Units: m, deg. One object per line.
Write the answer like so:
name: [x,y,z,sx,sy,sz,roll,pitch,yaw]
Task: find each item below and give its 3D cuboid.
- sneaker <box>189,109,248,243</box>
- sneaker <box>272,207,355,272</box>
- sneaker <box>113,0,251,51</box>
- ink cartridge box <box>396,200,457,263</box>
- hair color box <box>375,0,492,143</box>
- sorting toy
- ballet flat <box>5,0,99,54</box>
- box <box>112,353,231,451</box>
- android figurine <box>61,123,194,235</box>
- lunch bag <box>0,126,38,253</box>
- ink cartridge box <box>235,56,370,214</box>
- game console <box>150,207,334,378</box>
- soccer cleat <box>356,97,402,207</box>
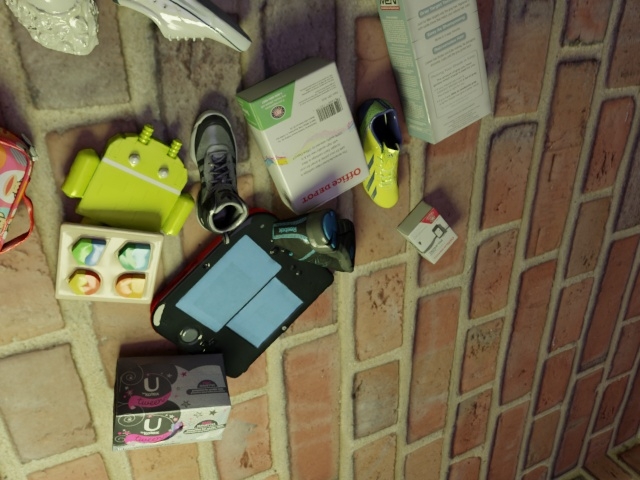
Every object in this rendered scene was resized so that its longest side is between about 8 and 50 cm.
sneaker: [-0.205,-0.126,1.039,0.101,0.153,0.268,-7,116,-25]
sneaker: [0.000,0.000,1.194,0.341,0.140,0.125,42,46,-66]
sneaker: [-0.255,-0.416,0.930,0.258,0.094,0.091,24,118,-29]
ink cartridge box: [0.304,-0.021,1.409,0.109,0.063,0.150,-49,125,0]
hair color box: [0.270,-0.440,1.166,0.185,0.113,0.374,-30,124,-13]
sorting toy: [-0.437,0.058,1.033,0.193,0.038,0.208,7,125,-24]
ballet flat: [-0.454,-0.486,0.756,0.147,0.147,0.409,-20,121,-18]
box: [-0.349,0.371,1.162,0.247,0.163,0.142,2,126,-23]
android figurine: [-0.381,-0.103,1.020,0.248,0.056,0.273,27,100,-34]
lunch bag: [-0.633,-0.073,0.861,0.258,0.120,0.293,25,99,-34]
ink cartridge box: [-0.032,-0.229,1.103,0.201,0.117,0.278,-30,123,-12]
game console: [-0.184,0.138,1.232,0.386,0.060,0.342,-44,125,-2]
soccer cleat: [0.153,-0.199,1.211,0.093,0.121,0.289,-23,121,-17]
